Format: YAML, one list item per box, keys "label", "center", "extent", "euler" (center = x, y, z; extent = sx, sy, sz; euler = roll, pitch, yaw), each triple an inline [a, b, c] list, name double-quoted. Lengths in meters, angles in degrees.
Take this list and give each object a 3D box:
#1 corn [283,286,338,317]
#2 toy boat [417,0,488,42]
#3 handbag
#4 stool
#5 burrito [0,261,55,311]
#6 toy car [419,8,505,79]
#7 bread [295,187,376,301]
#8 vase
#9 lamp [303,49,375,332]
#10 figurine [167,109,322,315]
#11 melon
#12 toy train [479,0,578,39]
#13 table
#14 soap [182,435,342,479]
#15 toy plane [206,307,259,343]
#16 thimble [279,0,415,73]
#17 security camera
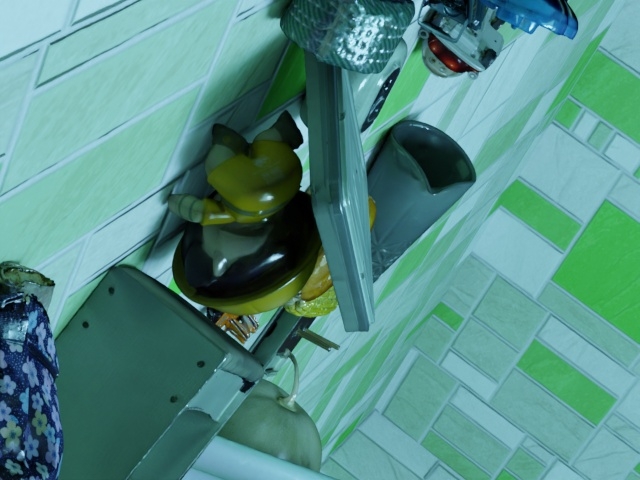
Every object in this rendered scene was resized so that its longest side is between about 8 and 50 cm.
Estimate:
- label: "corn"
  center: [-0.015, 0.085, 2.499]
  extent: [0.081, 0.081, 0.248]
  euler: [-54, 169, 4]
- label: "toy boat"
  center: [0.172, -0.333, 1.960]
  extent: [0.103, 0.093, 0.246]
  euler: [-59, 170, -8]
- label: "handbag"
  center: [-0.296, 0.157, 1.384]
  extent: [0.228, 0.127, 0.207]
  euler: [108, -20, -65]
- label: "stool"
  center: [-0.223, 0.192, 1.782]
  extent: [0.269, 0.170, 0.243]
  euler: [-52, 167, -3]
- label: "burrito"
  center: [-0.285, 0.062, 1.466]
  extent: [0.055, 0.041, 0.149]
  euler: [-31, 159, -27]
- label: "toy car"
  center: [0.198, -0.288, 2.209]
  extent: [0.112, 0.112, 0.139]
  euler: [-44, -171, 50]
- label: "bread"
  center: [0.000, 0.000, 2.255]
  extent: [0.190, 0.114, 0.132]
  euler: [-59, 166, 4]
- label: "vase"
  center: [0.121, -0.060, 2.504]
  extent: [0.301, 0.156, 0.251]
  euler: [-55, -165, 37]
- label: "lamp"
  center: [0.022, -0.068, 1.740]
  extent: [0.266, 0.047, 0.269]
  euler: [77, 8, -52]
- label: "figurine"
  center: [-0.080, -0.017, 1.740]
  extent: [0.192, 0.167, 0.257]
  euler: [-34, 160, -20]
- label: "melon"
  center: [-0.133, 0.357, 2.431]
  extent: [0.272, 0.272, 0.308]
  euler: [-38, 168, -52]
- label: "toy train"
  center: [0.172, -0.330, 1.543]
  extent: [0.188, 0.265, 0.300]
  euler: [-63, 169, 12]
- label: "table"
  center: [-0.072, 0.227, 2.628]
  extent: [0.240, 0.111, 0.121]
  euler: [-54, 168, 7]
- label: "soap"
  center: [-0.125, 0.444, 2.247]
  extent: [0.261, 0.446, 0.156]
  euler: [-58, -157, 21]
- label: "toy plane"
  center: [-0.126, 0.080, 2.137]
  extent: [0.135, 0.062, 0.188]
  euler: [-48, 154, -21]
- label: "thimble"
  center: [0.029, -0.239, 1.623]
  extent: [0.135, 0.118, 0.090]
  euler: [-4, 128, -53]
- label: "security camera"
  center: [0.071, -0.251, 1.866]
  extent: [0.157, 0.080, 0.301]
  euler: [-38, 158, -50]
